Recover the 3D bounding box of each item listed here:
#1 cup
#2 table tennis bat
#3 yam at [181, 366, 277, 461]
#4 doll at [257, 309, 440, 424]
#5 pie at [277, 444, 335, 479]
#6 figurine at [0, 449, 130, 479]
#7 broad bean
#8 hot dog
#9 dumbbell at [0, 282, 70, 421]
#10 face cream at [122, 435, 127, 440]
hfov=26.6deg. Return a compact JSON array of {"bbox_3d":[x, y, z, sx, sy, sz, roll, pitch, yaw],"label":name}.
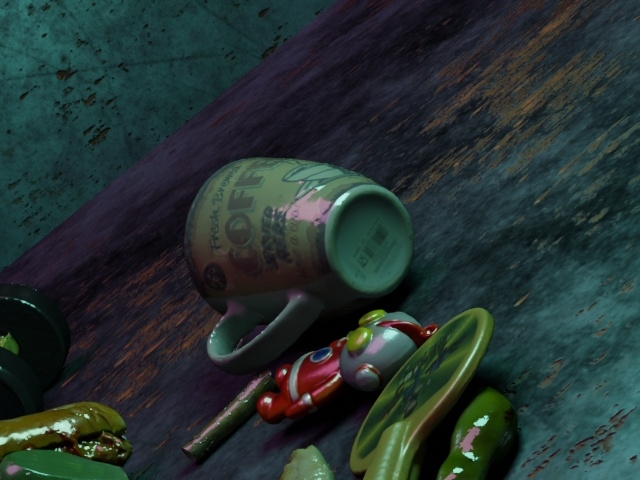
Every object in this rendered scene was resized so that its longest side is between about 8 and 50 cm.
[{"bbox_3d":[-0.033,0.033,1.692,0.257,0.227,0.301,-1,57,57],"label":"cup"},{"bbox_3d":[0.086,0.175,1.270,0.198,0.050,0.321,-46,7,32],"label":"table tennis bat"},{"bbox_3d":[-0.107,0.212,1.643,0.145,0.032,0.032,-42,17,-18],"label":"yam"},{"bbox_3d":[0.034,0.137,1.491,0.245,0.076,0.142,-29,17,38],"label":"doll"},{"bbox_3d":[-0.023,0.286,1.189,0.128,0.068,0.282,-57,17,17],"label":"pie"},{"bbox_3d":[-0.316,0.360,1.544,0.127,0.185,0.234,26,102,59],"label":"figurine"},{"bbox_3d":[0.139,0.183,1.192,0.070,0.048,0.213,-39,12,24],"label":"broad bean"},{"bbox_3d":[-0.384,0.297,1.621,0.349,0.158,0.117,-10,42,-32],"label":"hot dog"},{"bbox_3d":[-0.530,0.216,2.191,0.204,0.203,0.322,-34,16,11],"label":"dumbbell"},{"bbox_3d":[-0.273,0.287,1.794,0.040,0.021,0.083,-36,16,3],"label":"face cream"}]
